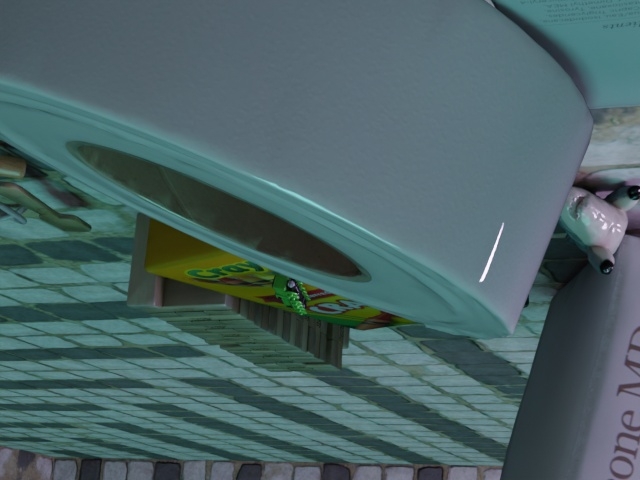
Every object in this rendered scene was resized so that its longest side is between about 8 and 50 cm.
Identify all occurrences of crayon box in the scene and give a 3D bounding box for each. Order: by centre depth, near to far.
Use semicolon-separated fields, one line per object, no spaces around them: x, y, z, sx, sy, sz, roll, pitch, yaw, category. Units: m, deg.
0.000;0.000;1.014;0.318;0.081;0.202;19;159;-40;crayon box

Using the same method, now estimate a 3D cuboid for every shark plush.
0.216;-0.022;0.995;0.067;0.073;0.161;21;-172;10;shark plush

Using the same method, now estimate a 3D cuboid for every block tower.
-0.068;0.061;1.225;0.097;0.091;0.335;-4;163;23;block tower

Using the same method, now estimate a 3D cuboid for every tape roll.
-0.026;-0.053;0.552;0.286;0.100;0.286;22;172;4;tape roll

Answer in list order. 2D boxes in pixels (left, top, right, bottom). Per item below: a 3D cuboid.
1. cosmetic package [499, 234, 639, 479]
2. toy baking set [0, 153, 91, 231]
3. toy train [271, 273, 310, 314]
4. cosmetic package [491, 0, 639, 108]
0.386;0.232;1.113;0.393;0.329;0.327;17;168;3;cosmetic package
-0.315;-0.051;1.014;0.256;0.030;0.197;8;166;-13;toy baking set
-0.024;0.044;0.995;0.023;0.017;0.083;12;166;9;toy train
0.099;-0.142;0.440;0.085;0.117;0.231;-2;162;20;cosmetic package
